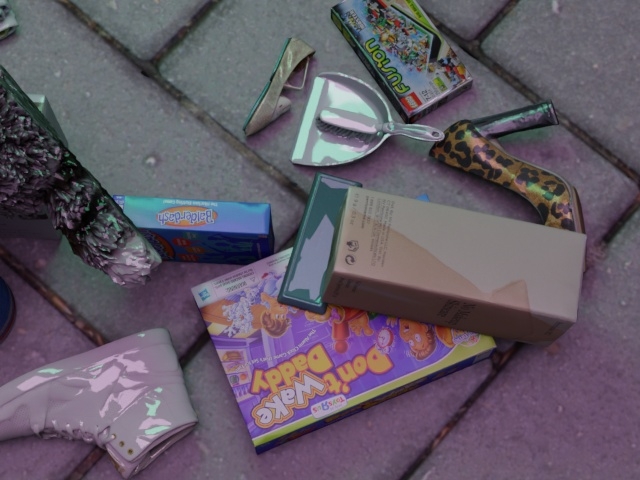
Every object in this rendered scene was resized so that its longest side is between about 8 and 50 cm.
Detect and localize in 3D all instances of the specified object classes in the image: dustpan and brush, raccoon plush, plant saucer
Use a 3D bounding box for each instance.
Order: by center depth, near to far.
[{"bbox_3d":[-0.448,-0.046,1.619,0.299,0.216,0.446,-41,78,-1],"label":"raccoon plush"},{"bbox_3d":[0.000,0.000,1.799,0.067,0.018,0.192,15,73,4],"label":"plant saucer"},{"bbox_3d":[0.071,-0.161,1.901,0.211,0.060,0.147,13,74,6],"label":"dustpan and brush"}]

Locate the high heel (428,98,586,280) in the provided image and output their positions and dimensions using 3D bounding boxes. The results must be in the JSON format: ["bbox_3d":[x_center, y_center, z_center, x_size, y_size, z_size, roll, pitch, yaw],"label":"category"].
[{"bbox_3d":[0.264,-0.052,1.876,0.186,0.093,0.261,-15,82,14],"label":"high heel"}]

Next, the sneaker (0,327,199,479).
[{"bbox_3d":[-0.308,0.243,1.763,0.292,0.108,0.169,-22,71,-7],"label":"sneaker"}]

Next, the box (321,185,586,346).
[{"bbox_3d":[0.168,0.036,1.718,0.311,0.148,0.121,11,71,-1],"label":"box"}]

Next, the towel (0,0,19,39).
[{"bbox_3d":[-0.661,-0.388,1.966,0.320,0.090,0.374,-29,75,-11],"label":"towel"}]

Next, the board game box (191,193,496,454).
[{"bbox_3d":[0.030,0.112,1.815,0.347,0.078,0.233,-22,75,-6],"label":"board game box"}]

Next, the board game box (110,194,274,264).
[{"bbox_3d":[-0.169,-0.011,1.810,0.210,0.160,0.047,3,74,2],"label":"board game box"}]

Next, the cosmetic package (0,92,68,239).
[{"bbox_3d":[-0.435,-0.098,1.824,0.151,0.183,0.151,1,73,1],"label":"cosmetic package"}]

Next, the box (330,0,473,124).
[{"bbox_3d":[0.117,-0.280,1.953,0.114,0.036,0.207,-32,76,-9],"label":"box"}]

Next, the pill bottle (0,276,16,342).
[{"bbox_3d":[-0.481,0.069,1.755,0.124,0.221,0.124,0,73,0],"label":"pill bottle"}]

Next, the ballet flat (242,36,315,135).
[{"bbox_3d":[-0.055,-0.217,1.927,0.052,0.057,0.168,26,75,-2],"label":"ballet flat"}]
